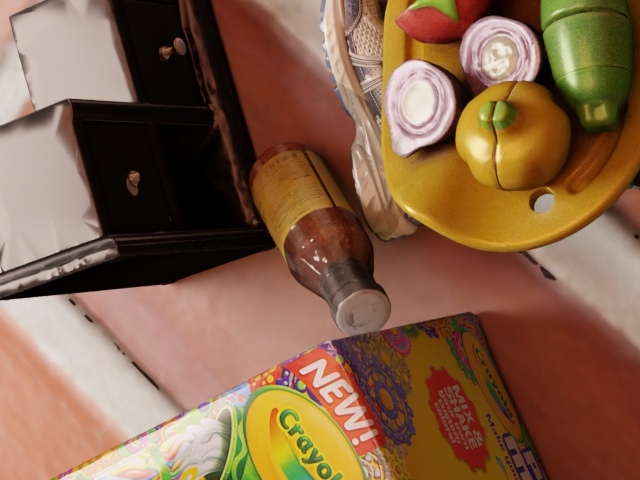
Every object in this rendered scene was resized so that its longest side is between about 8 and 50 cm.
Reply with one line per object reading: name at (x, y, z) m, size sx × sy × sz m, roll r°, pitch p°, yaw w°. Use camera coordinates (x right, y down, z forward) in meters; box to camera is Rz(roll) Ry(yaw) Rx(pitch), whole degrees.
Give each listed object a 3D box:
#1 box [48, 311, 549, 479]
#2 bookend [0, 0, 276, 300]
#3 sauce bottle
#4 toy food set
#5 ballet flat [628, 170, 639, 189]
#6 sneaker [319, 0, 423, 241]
box at (-0.014, 0.223, 0.898) m, size 0.279 × 0.177 × 0.290 m, roll -29°, pitch 80°, yaw 22°
bookend at (-0.104, -0.058, 0.940) m, size 0.072 × 0.156 × 0.157 m, roll -19°, pitch 83°, yaw 25°
sauce bottle at (0.000, 0.000, 0.919) m, size 0.042 × 0.042 × 0.128 m, roll -53°, pitch 30°, yaw 17°
toy food set at (0.074, -0.107, 0.858) m, size 0.128 × 0.071 × 0.218 m, roll -9°, pitch 66°, yaw 23°
ballet flat at (0.154, -0.046, 0.874) m, size 0.188 × 0.070 × 0.070 m, roll 19°, pitch 100°, yaw 20°
sneaker at (0.040, -0.071, 0.937) m, size 0.058 × 0.052 × 0.135 m, roll -13°, pitch 94°, yaw 15°
